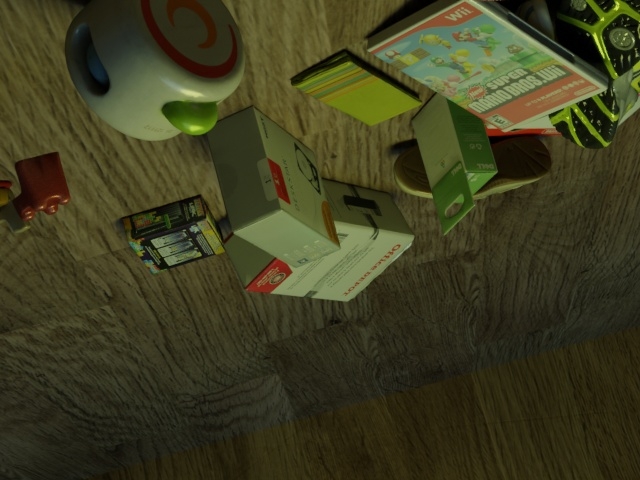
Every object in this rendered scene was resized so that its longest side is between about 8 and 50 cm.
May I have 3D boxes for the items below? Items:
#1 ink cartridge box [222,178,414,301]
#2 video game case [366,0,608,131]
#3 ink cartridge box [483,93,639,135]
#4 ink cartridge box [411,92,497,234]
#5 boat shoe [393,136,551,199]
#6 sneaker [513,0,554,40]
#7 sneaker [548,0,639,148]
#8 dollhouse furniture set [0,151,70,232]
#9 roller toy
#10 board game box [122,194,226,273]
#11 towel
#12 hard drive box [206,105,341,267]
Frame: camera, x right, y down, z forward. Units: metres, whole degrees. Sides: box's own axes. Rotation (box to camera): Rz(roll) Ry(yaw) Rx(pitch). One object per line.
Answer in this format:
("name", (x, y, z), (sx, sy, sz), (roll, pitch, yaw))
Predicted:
("ink cartridge box", (0.000, 0.000, 2.435), (0.273, 0.114, 0.197), (10, 134, -48))
("video game case", (0.237, -0.250, 1.970), (0.285, 0.025, 0.204), (26, 150, -32))
("ink cartridge box", (0.380, -0.210, 2.301), (0.275, 0.060, 0.239), (-3, 155, -29))
("ink cartridge box", (0.216, -0.125, 2.186), (0.062, 0.209, 0.109), (-1, 155, -27))
("boat shoe", (0.249, -0.115, 2.387), (0.302, 0.109, 0.098), (-9, 165, -27))
("sneaker", (0.259, -0.268, 2.025), (0.126, 0.091, 0.240), (-12, 159, -8))
("sneaker", (0.426, -0.306, 2.034), (0.147, 0.145, 0.384), (-52, 164, -31))
("dollhouse furniture set", (-0.444, -0.088, 1.664), (0.201, 0.152, 0.374), (-23, 175, 18))
("roller toy", (-0.202, -0.225, 1.679), (0.191, 0.209, 0.146), (40, 130, -22))
("board game box", (-0.247, -0.009, 2.383), (0.141, 0.048, 0.170), (-18, 159, 1))
("towel", (0.057, -0.225, 2.097), (0.102, 0.021, 0.237), (-20, 160, 26))
("hard drive box", (-0.071, -0.077, 2.151), (0.089, 0.181, 0.232), (-23, 159, 17))
